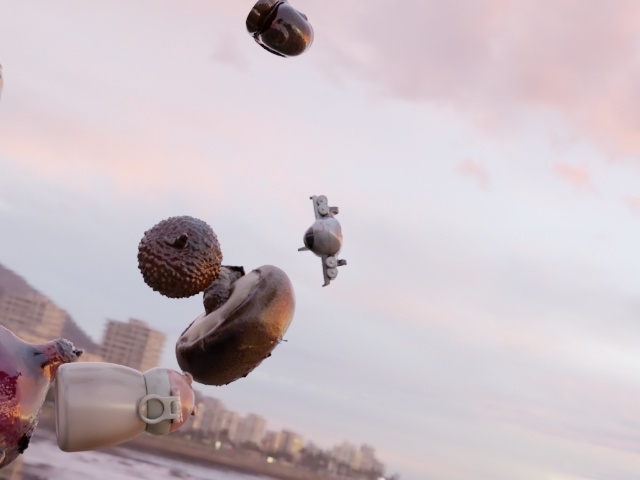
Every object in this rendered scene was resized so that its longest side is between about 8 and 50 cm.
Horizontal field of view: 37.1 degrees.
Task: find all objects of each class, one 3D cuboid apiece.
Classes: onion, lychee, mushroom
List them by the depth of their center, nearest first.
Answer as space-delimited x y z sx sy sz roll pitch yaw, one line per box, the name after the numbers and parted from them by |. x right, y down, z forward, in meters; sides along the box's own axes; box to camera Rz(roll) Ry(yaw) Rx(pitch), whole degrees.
-0.267 0.029 1.803 0.165 0.165 0.197 12 -28 7 | lychee
-0.172 0.170 1.939 0.297 0.278 0.163 -36 -59 21 | mushroom
-0.686 0.299 2.005 0.385 0.348 0.347 -24 3 -24 | onion

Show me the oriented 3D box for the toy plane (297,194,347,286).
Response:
0.003 0.000 1.770 0.080 0.174 0.174 -6 -11 -7 | toy plane

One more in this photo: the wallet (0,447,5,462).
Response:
-0.670 0.429 1.680 0.025 0.244 0.124 -31 -71 37 | wallet

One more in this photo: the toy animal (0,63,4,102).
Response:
-0.518 -0.198 1.286 0.138 0.166 0.179 38 25 -5 | toy animal

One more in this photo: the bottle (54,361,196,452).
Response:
-0.328 0.277 1.621 0.236 0.148 0.147 -1 -8 -19 | bottle

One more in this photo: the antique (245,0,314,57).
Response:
-0.080 -0.483 2.195 0.143 0.121 0.257 35 5 0 | antique
